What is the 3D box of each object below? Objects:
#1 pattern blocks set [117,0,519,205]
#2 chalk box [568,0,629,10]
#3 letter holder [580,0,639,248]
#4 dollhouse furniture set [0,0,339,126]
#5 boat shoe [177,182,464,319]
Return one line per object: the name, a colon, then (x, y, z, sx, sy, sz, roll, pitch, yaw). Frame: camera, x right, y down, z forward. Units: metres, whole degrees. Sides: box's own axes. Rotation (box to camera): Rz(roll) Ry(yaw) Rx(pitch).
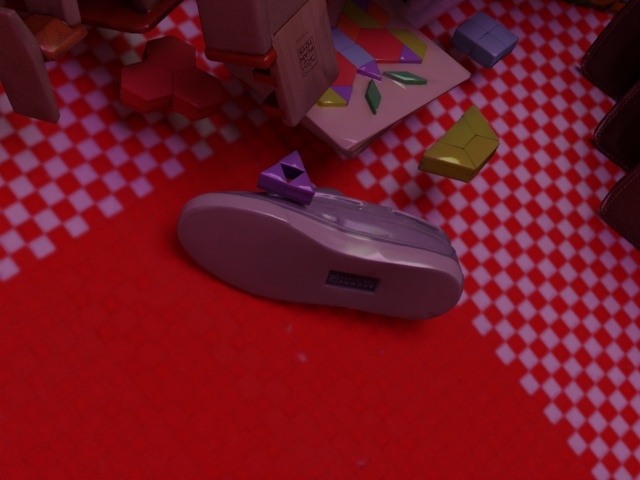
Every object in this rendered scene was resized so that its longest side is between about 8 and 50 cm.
pattern blocks set: (0.021, -0.146, 0.929, 0.285, 0.026, 0.325, 31, 48, 7)
chalk box: (0.336, -0.342, 1.110, 0.288, 0.179, 0.180, 8, 65, -14)
letter holder: (0.349, -0.126, 0.949, 0.214, 0.302, 0.152, 37, 58, -5)
dollhouse furniture set: (-0.123, -0.178, 0.828, 0.259, 0.135, 0.262, 16, 49, 28)
boat shoe: (0.001, -0.001, 0.877, 0.227, 0.079, 0.081, 14, 39, -13)
